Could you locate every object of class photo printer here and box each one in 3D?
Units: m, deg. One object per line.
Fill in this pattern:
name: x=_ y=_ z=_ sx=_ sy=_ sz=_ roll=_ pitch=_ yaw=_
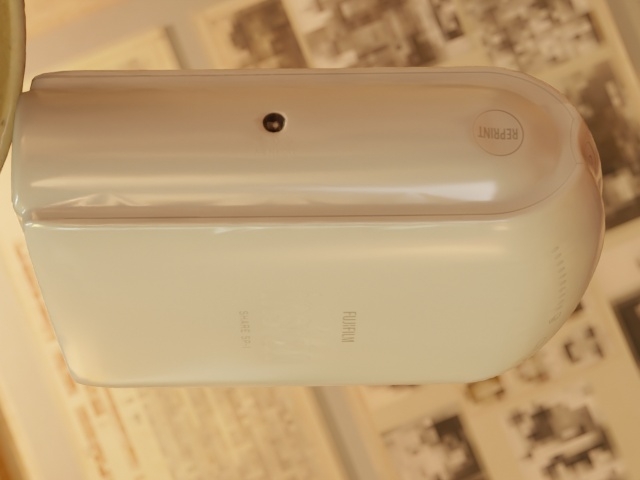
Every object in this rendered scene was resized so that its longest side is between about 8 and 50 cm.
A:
photo printer: x=0.000 y=0.000 z=1.035 sx=0.256 sy=0.307 sz=0.107 roll=92 pitch=178 yaw=-65

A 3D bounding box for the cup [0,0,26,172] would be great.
cup: x=-0.350 y=-0.107 z=0.938 sx=0.237 sy=0.331 sz=0.331 roll=26 pitch=147 yaw=43
